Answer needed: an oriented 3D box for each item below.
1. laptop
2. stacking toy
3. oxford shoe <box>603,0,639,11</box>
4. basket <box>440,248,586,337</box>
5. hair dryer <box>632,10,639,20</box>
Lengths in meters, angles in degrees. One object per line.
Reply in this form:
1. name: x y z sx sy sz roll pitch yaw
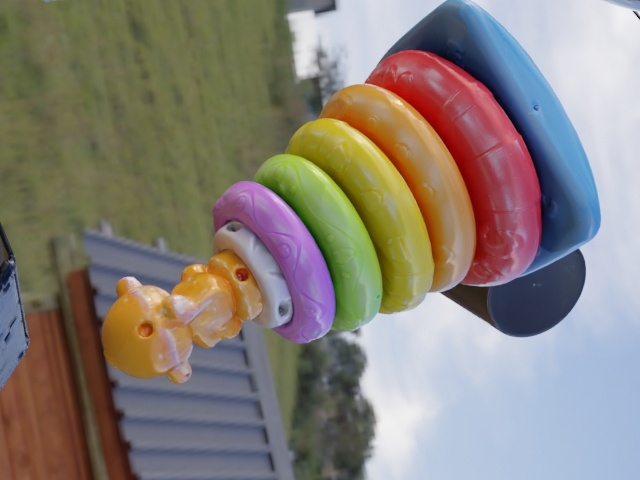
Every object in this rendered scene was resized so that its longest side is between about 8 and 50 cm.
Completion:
1. laptop: -0.320 0.053 1.083 0.264 0.136 0.234 -59 177 -22
2. stacking toy: 0.000 0.000 0.793 0.175 0.301 0.166 59 -24 2
3. oxford shoe: 0.178 -0.232 0.952 0.076 0.212 0.076 -61 -169 0
4. basket: 0.194 0.004 1.527 0.227 0.154 0.204 50 -51 54
5. hair dryer: 0.443 -0.227 1.459 0.293 0.080 0.223 55 10 24
